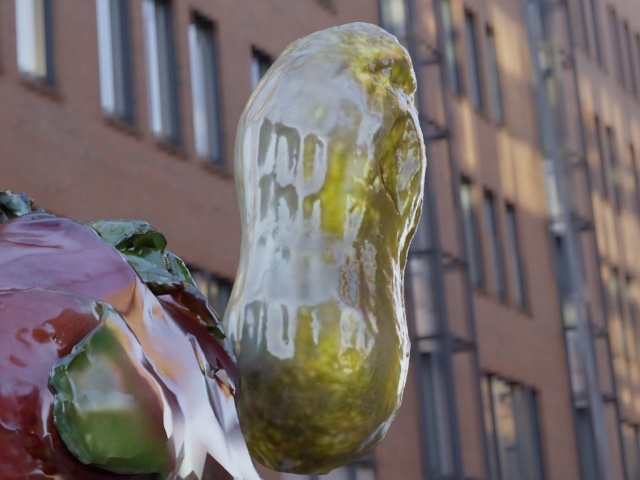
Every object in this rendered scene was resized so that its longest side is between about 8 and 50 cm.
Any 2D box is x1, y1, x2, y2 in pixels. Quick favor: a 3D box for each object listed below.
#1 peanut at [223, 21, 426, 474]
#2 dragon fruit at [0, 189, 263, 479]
[{"bbox_3d":[0.000,0.000,0.750,0.087,0.206,0.087,5,-22,2],"label":"peanut"},{"bbox_3d":[-0.117,0.060,0.583,0.198,0.269,0.200,-40,-60,22],"label":"dragon fruit"}]
